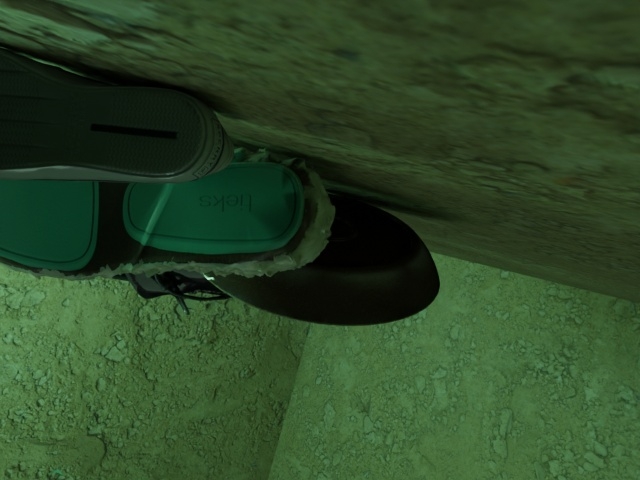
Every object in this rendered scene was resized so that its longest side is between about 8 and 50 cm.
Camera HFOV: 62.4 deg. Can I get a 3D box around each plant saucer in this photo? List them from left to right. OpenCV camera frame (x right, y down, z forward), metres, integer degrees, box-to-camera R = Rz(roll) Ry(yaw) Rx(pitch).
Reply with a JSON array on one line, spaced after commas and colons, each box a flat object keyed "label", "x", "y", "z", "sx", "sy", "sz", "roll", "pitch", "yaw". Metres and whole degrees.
[{"label": "plant saucer", "x": 0.000, "y": 0.000, "z": 0.661, "sx": 0.311, "sy": 0.050, "sz": 0.310, "roll": 8, "pitch": -157, "yaw": -3}]

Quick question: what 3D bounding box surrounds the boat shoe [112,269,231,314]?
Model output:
[{"label": "boat shoe", "x": -0.235, "y": 0.024, "z": 0.856, "sx": 0.500, "sy": 0.156, "sz": 0.186, "roll": 14, "pitch": 137, "yaw": 22}]

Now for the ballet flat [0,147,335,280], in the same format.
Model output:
[{"label": "ballet flat", "x": -0.180, "y": -0.022, "z": 0.534, "sx": 0.409, "sy": 0.147, "sz": 0.147, "roll": 7, "pitch": 178, "yaw": 14}]

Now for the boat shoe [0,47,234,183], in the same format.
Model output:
[{"label": "boat shoe", "x": -0.169, "y": -0.071, "z": 0.358, "sx": 0.226, "sy": 0.083, "sz": 0.076, "roll": 15, "pitch": 179, "yaw": 8}]
